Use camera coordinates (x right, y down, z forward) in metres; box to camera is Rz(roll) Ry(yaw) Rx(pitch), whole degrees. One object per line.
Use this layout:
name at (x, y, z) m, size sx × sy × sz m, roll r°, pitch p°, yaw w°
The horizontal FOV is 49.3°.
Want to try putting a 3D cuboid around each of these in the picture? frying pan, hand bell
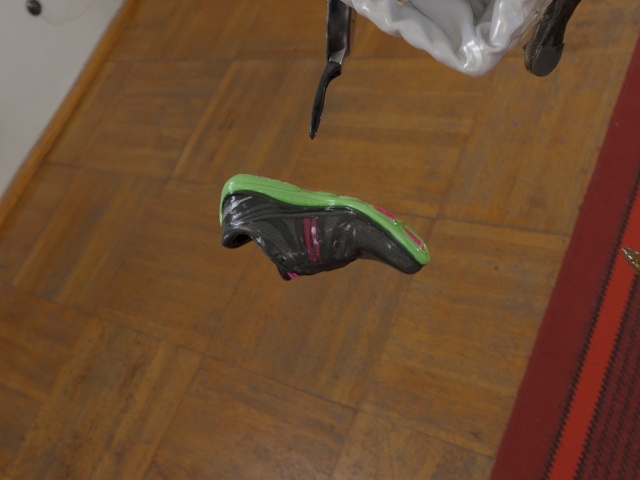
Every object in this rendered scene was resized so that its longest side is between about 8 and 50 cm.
frying pan at (0.026, -0.347, 1.172) m, size 0.053 × 0.197 × 0.326 m, roll 5°, pitch 51°, yaw 5°
hand bell at (0.734, 0.100, 1.486) m, size 0.126 × 0.126 × 0.242 m, roll -39°, pitch 55°, yaw 6°

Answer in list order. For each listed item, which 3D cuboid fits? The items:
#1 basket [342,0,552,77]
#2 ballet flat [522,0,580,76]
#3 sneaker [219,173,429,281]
basket at (0.139, -0.391, 0.707) m, size 0.328 × 0.266 × 0.331 m, roll 35°, pitch 118°, yaw 12°
ballet flat at (0.386, -0.387, 1.124) m, size 0.084 × 0.250 × 0.058 m, roll -7°, pitch 42°, yaw -24°
sneaker at (0.000, 0.000, 1.461) m, size 0.483 × 0.185 × 0.202 m, roll 15°, pitch 89°, yaw 26°
